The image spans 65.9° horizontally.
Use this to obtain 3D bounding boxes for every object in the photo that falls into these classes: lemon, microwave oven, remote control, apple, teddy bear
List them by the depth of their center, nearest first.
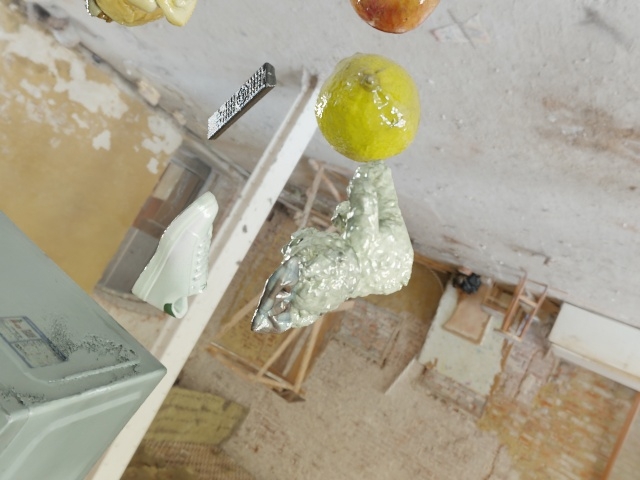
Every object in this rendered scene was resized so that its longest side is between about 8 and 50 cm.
[{"bbox_3d":[-0.341,0.106,0.451,0.295,0.181,0.237,38,-178,13],"label":"microwave oven"},{"bbox_3d":[0.102,-0.355,0.669,0.147,0.146,0.146,28,172,4],"label":"apple"},{"bbox_3d":[0.000,0.000,1.017,0.363,0.327,0.375,1,-131,-26],"label":"teddy bear"},{"bbox_3d":[-0.174,-0.289,1.048,0.025,0.063,0.245,10,157,-39],"label":"remote control"},{"bbox_3d":[0.117,-0.326,1.230,0.269,0.268,0.322,25,180,20],"label":"lemon"}]

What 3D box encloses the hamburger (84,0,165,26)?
[{"bbox_3d":[-0.368,-0.569,0.973,0.145,0.259,0.283,33,130,1],"label":"hamburger"}]

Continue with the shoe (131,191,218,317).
[{"bbox_3d":[-0.229,0.034,0.869,0.110,0.265,0.095,41,-149,-3],"label":"shoe"}]

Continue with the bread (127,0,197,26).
[{"bbox_3d":[-0.284,-0.409,0.601,0.312,0.172,0.121,17,-144,-27],"label":"bread"}]
